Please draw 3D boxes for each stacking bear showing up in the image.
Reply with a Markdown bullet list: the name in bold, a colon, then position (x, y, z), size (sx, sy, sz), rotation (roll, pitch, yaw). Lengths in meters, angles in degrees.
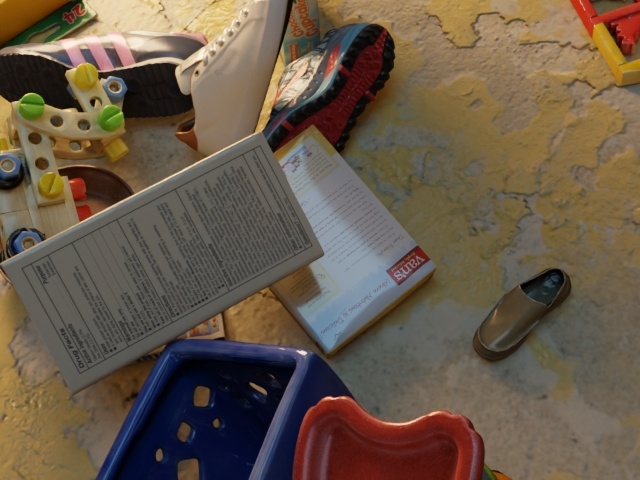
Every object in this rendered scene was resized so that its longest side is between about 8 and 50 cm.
- **stacking bear**: position (0.115, 0.263, 0.980), size (0.175, 0.289, 0.164), rotation (3, 71, 33)

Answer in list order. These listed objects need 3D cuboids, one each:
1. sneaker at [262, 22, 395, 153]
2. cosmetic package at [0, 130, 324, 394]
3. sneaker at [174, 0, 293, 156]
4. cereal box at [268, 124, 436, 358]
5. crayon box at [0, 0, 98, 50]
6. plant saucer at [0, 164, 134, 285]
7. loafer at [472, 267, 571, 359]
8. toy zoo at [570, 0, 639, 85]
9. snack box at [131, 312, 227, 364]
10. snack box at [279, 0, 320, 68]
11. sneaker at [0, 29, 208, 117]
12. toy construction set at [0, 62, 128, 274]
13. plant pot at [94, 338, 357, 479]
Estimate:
- **sneaker**: position (-0.011, -0.181, 1.397), size (0.262, 0.104, 0.125), rotation (-51, 37, -11)
- **cosmetic package**: position (-0.171, 0.021, 1.145), size (0.310, 0.113, 0.160), rotation (-28, 96, -13)
- **sneaker**: position (-0.115, -0.231, 1.313), size (0.123, 0.290, 0.106), rotation (19, 28, -4)
- **cereal box**: position (0.000, 0.000, 1.272), size (0.173, 0.047, 0.240), rotation (-37, 78, -12)
- **crayon box**: position (-0.507, -0.402, 1.589), size (0.202, 0.081, 0.318), rotation (-37, 63, -13)
- **plant saucer**: position (-0.327, -0.007, 1.364), size (0.199, 0.036, 0.198), rotation (-4, 60, 7)
- **loafer**: position (0.234, 0.079, 1.221), size (0.148, 0.050, 0.056), rotation (-43, 63, -15)
- **toy zoo**: position (0.456, -0.322, 1.425), size (0.192, 0.030, 0.293), rotation (-18, 59, -2)
- **snack box**: position (-0.207, 0.114, 1.285), size (0.178, 0.022, 0.064), rotation (-13, 59, 1)
- **snack box**: position (-0.060, -0.399, 1.378), size (0.060, 0.322, 0.187), rotation (-18, 60, -8)
- **sneaker**: position (-0.304, -0.243, 1.471), size (0.319, 0.112, 0.131), rotation (5, 42, 11)
- **toy construction set**: position (-0.299, -0.058, 1.296), size (0.215, 0.151, 0.327), rotation (-12, 64, -28)
- **plant pot**: position (-0.066, 0.252, 1.050), size (0.236, 0.212, 0.236), rotation (-3, 53, 46)
